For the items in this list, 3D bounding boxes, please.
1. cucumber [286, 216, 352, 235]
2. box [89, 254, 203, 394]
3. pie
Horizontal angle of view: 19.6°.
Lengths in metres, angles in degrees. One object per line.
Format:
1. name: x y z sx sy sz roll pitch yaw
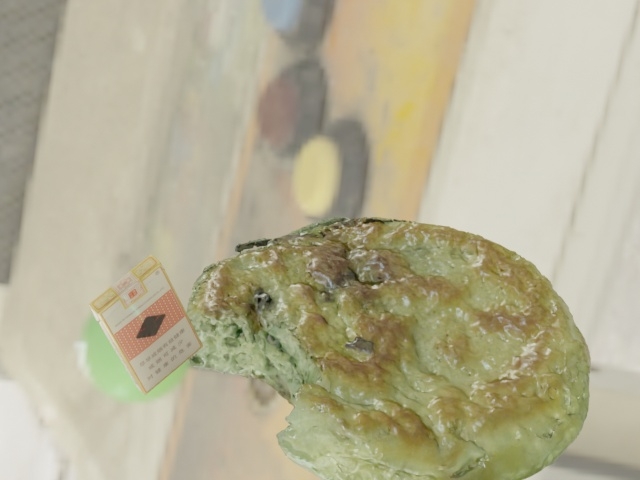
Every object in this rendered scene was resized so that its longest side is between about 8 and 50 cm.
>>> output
1. cucumber: 0.000 0.000 1.663 0.037 0.155 0.037 8 105 33
2. box: -0.097 0.048 1.038 0.012 0.046 0.083 39 162 37
3. pie: 0.055 0.076 1.330 0.302 0.302 0.067 -113 28 -50
